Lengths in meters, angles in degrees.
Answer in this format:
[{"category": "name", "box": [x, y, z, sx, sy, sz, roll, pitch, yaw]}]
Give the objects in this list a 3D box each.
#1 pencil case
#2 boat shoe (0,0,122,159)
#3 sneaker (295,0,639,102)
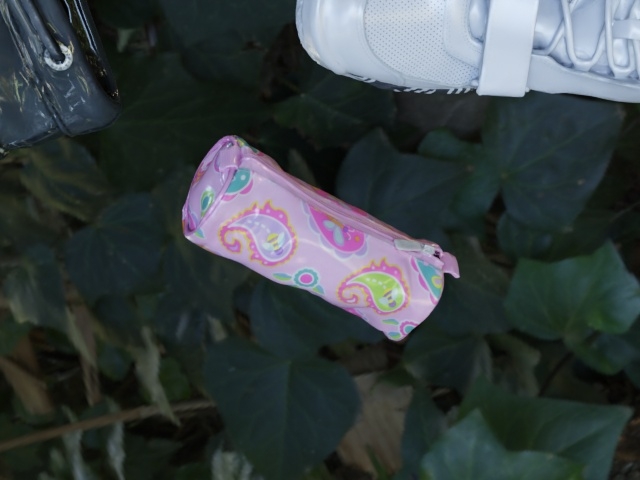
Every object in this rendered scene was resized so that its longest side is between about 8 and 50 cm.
[{"category": "pencil case", "box": [0.000, 0.000, 1.055, 0.124, 0.284, 0.124, -49, 26, 34]}, {"category": "boat shoe", "box": [-0.139, -0.197, 0.429, 0.127, 0.113, 0.340, -101, 9, -73]}, {"category": "sneaker", "box": [0.180, -0.156, 0.698, 0.210, 0.366, 0.137, -141, 49, -62]}]
